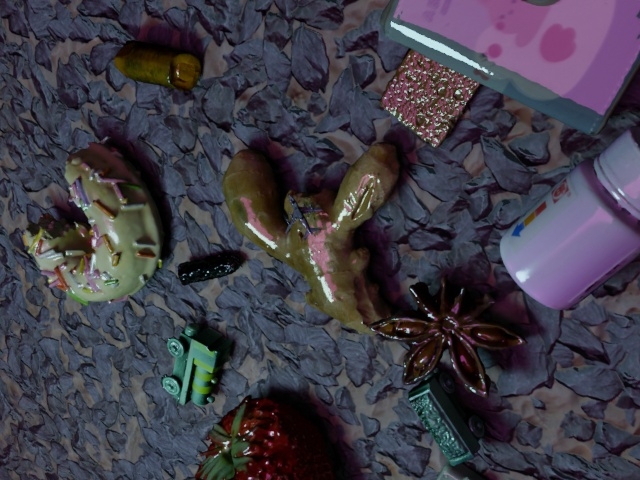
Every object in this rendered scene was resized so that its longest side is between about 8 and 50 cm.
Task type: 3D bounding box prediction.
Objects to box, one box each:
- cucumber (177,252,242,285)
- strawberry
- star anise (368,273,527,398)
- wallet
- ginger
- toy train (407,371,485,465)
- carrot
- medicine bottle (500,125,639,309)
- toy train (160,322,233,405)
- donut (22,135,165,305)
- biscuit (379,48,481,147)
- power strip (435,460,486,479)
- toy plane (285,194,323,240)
[{"bbox_3d":[-0.233,0.060,1.529,0.182,0.053,0.053,-11,102,33],"label":"cucumber"},{"bbox_3d":[-0.109,0.469,1.510,0.258,0.261,0.261,34,134,-29],"label":"strawberry"},{"bbox_3d":[0.217,0.166,1.240,0.220,0.099,0.214,45,109,6],"label":"star anise"},{"bbox_3d":[0.280,-0.330,1.014,0.360,0.083,0.252,30,119,11],"label":"wallet"},{"bbox_3d":[-0.019,0.003,1.325,0.363,0.122,0.347,0,100,22],"label":"ginger"},{"bbox_3d":[0.222,0.311,1.298,0.070,0.099,0.172,-36,86,36],"label":"toy train"},{"bbox_3d":[-0.317,-0.338,1.408,0.173,0.082,0.082,18,117,30],"label":"carrot"},{"bbox_3d":[0.387,-0.028,1.028,0.152,0.152,0.254,48,125,9],"label":"medicine bottle"},{"bbox_3d":[-0.276,0.283,1.623,0.132,0.083,0.200,25,121,20],"label":"toy train"},{"bbox_3d":[-0.496,-0.010,1.608,0.307,0.150,0.371,52,126,5],"label":"donut"},{"bbox_3d":[0.195,-0.272,1.135,0.131,0.026,0.236,39,122,13],"label":"biscuit"},{"bbox_3d":[0.246,0.539,1.404,0.118,0.046,0.270,31,121,17],"label":"power strip"},{"bbox_3d":[-0.033,-0.042,1.254,0.078,0.024,0.084,-32,85,12],"label":"toy plane"}]
